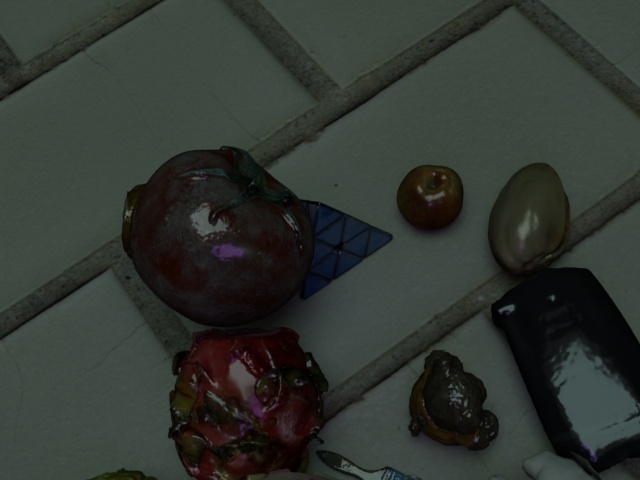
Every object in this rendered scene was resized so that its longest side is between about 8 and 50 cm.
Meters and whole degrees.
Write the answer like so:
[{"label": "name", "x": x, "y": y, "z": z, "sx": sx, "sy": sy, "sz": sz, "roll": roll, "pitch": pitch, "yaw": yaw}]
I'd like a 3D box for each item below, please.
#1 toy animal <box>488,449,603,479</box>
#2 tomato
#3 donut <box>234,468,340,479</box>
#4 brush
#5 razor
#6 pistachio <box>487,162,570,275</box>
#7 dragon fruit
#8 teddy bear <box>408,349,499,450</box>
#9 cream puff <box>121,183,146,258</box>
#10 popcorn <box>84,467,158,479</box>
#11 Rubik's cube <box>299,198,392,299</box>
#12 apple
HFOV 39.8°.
[{"label": "toy animal", "x": 0.314, "y": 0.478, "z": 1.321, "sx": 0.310, "sy": 0.183, "sz": 0.247, "roll": -40, "pitch": 66, "yaw": -11}, {"label": "tomato", "x": -0.163, "y": -0.008, "z": 1.498, "sx": 0.317, "sy": 0.316, "sz": 0.283, "roll": 48, "pitch": 115, "yaw": 23}, {"label": "donut", "x": -0.050, "y": 0.514, "z": 1.306, "sx": 0.382, "sy": 0.142, "sz": 0.383, "roll": -1, "pitch": 95, "yaw": -7}, {"label": "brush", "x": 0.079, "y": 0.395, "z": 1.480, "sx": 0.196, "sy": 0.021, "sz": 0.070, "roll": 22, "pitch": 68, "yaw": 17}, {"label": "razor", "x": 0.433, "y": 0.210, "z": 1.472, "sx": 0.204, "sy": 0.113, "sz": 0.349, "roll": -22, "pitch": 64, "yaw": -1}, {"label": "pistachio", "x": 0.374, "y": -0.035, "z": 1.587, "sx": 0.143, "sy": 0.144, "sz": 0.215, "roll": 13, "pitch": 61, "yaw": 13}, {"label": "dragon fruit", "x": -0.114, "y": 0.289, "z": 1.432, "sx": 0.268, "sy": 0.250, "sz": 0.291, "roll": -4, "pitch": 88, "yaw": 13}, {"label": "teddy bear", "x": 0.209, "y": 0.263, "z": 1.434, "sx": 0.140, "sy": 0.190, "sz": 0.177, "roll": -23, "pitch": 69, "yaw": -11}, {"label": "cream puff", "x": -0.315, "y": -0.034, "z": 1.664, "sx": 0.115, "sy": 0.150, "sz": 0.165, "roll": 6, "pitch": 27, "yaw": -14}, {"label": "popcorn", "x": -0.320, "y": 0.467, "z": 1.420, "sx": 0.198, "sy": 0.198, "sz": 0.213, "roll": -39, "pitch": 100, "yaw": -11}, {"label": "Rubik's cube", "x": 0.000, "y": 0.000, "z": 1.594, "sx": 0.211, "sy": 0.178, "sz": 0.191, "roll": 16, "pitch": 71, "yaw": 15}, {"label": "apple", "x": 0.203, "y": -0.081, "z": 1.643, "sx": 0.125, "sy": 0.102, "sz": 0.126, "roll": -3, "pitch": 64, "yaw": 7}]
